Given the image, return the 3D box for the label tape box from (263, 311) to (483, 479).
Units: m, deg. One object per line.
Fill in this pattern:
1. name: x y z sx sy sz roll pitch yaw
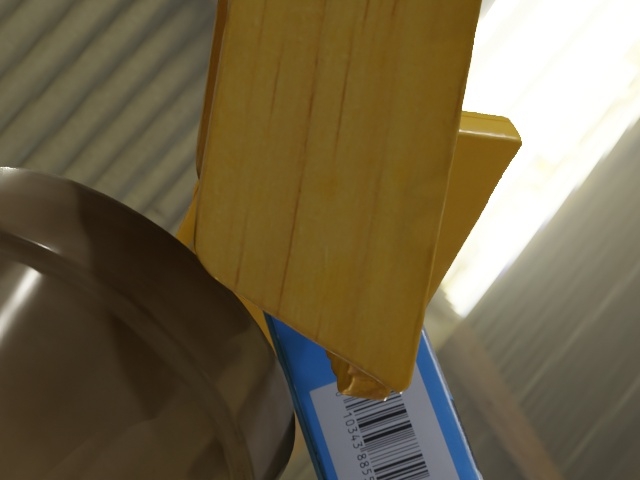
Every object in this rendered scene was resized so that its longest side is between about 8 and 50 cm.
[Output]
1. label tape box: 0.055 0.166 1.237 0.106 0.240 0.333 -19 -31 0

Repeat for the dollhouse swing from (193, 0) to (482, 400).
1. dollhouse swing: -0.094 -0.110 0.909 0.347 0.305 0.315 -118 37 -78

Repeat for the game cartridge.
1. game cartridge: 0.000 0.000 1.539 0.285 0.052 0.323 6 -51 -30

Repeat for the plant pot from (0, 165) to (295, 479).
1. plant pot: -0.220 0.161 1.073 0.280 0.323 0.323 -54 -25 -38
